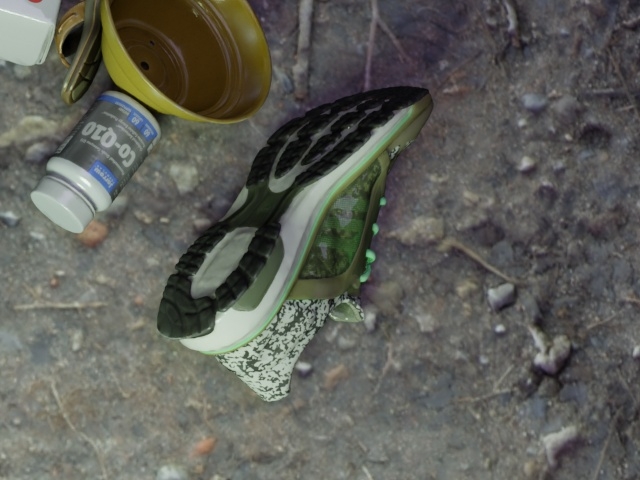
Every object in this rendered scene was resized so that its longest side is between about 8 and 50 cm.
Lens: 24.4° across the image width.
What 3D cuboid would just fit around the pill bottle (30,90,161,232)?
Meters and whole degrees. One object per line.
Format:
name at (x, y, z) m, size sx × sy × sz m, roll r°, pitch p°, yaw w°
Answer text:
pill bottle at (-0.231, -0.079, 1.513) m, size 0.078 × 0.078 × 0.137 m, roll 36°, pitch 67°, yaw -7°

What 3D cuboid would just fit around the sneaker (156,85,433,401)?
sneaker at (0.000, 0.000, 1.568) m, size 0.410 × 0.158 × 0.182 m, roll -51°, pitch 126°, yaw -25°

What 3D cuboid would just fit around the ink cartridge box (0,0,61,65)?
ink cartridge box at (-0.348, -0.347, 1.523) m, size 0.201 × 0.117 × 0.278 m, roll 14°, pitch 72°, yaw -15°

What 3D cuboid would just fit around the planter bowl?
planter bowl at (-0.161, -0.200, 1.546) m, size 0.217 × 0.090 × 0.217 m, roll 27°, pitch 48°, yaw -34°

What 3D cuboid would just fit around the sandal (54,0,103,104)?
sandal at (-0.252, -0.224, 1.554) m, size 0.049 × 0.072 × 0.180 m, roll 10°, pitch 71°, yaw 0°
